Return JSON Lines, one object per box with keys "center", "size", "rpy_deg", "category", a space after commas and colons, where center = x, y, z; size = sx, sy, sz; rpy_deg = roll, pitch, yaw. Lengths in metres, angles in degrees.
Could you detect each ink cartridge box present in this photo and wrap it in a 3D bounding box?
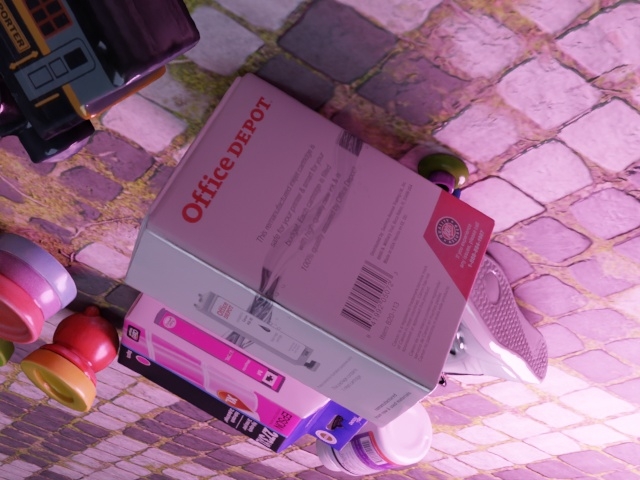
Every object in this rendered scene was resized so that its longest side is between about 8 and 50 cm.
{"center": [-0.006, 0.007, 0.857], "size": [0.283, 0.207, 0.117], "rpy_deg": [30, 145, -5], "category": "ink cartridge box"}
{"center": [-0.120, 0.214, 1.352], "size": [0.371, 0.069, 0.176], "rpy_deg": [27, 148, 0], "category": "ink cartridge box"}

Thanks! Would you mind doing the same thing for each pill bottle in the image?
{"center": [0.077, 0.312, 1.462], "size": [0.108, 0.108, 0.193], "rpy_deg": [29, 147, -23], "category": "pill bottle"}

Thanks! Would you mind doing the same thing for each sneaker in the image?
{"center": [0.158, 0.100, 1.097], "size": [0.151, 0.094, 0.256], "rpy_deg": [-4, 144, 33], "category": "sneaker"}

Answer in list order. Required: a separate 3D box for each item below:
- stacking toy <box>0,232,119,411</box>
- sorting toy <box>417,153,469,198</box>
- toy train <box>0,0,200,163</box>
{"center": [-0.440, 0.086, 1.341], "size": [0.279, 0.130, 0.309], "rpy_deg": [18, 145, 24], "category": "stacking toy"}
{"center": [0.112, -0.042, 0.932], "size": [0.061, 0.042, 0.102], "rpy_deg": [23, 148, -15], "category": "sorting toy"}
{"center": [-0.222, -0.215, 0.615], "size": [0.190, 0.142, 0.334], "rpy_deg": [-17, 108, 32], "category": "toy train"}
